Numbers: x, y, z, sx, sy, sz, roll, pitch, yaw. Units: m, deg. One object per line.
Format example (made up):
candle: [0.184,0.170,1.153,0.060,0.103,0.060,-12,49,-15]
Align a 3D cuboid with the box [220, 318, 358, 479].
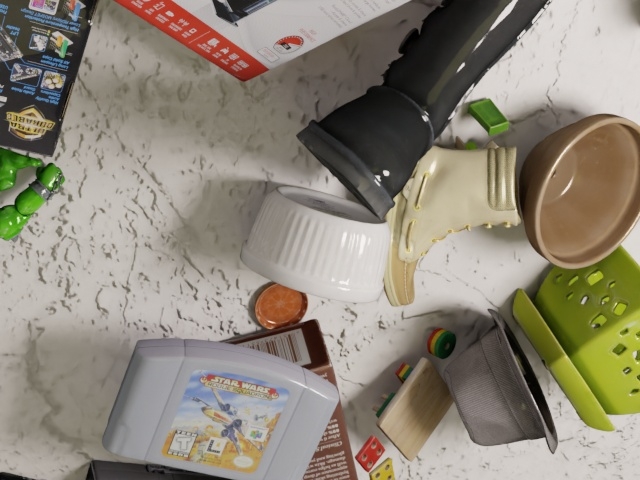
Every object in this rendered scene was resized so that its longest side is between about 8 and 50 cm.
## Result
box: [-0.048,0.325,1.777,0.191,0.143,0.381,-13,119,-4]

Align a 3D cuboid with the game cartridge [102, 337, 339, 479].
game cartridge: [-0.135,0.239,1.606,0.297,0.062,0.198,15,120,-17]

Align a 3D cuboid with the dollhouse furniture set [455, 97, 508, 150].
dollhouse furniture set: [0.240,-0.132,1.716,0.076,0.058,0.151,-20,140,-17]

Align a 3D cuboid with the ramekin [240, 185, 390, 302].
ramekin: [0.000,0.000,1.602,0.207,0.207,0.109,11,103,-23]

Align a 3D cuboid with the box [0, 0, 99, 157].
box: [-0.429,-0.272,1.387,0.296,0.073,0.293,12,112,-24]

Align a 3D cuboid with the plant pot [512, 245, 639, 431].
plant pot: [0.448,0.152,1.822,0.207,0.227,0.228,-33,122,7]

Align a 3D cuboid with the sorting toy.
sorting toy: [0.139,0.274,1.852,0.274,0.046,0.132,-53,137,-15]

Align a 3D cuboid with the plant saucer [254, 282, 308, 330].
plant saucer: [-0.060,0.098,1.738,0.084,0.013,0.083,-8,118,-16]

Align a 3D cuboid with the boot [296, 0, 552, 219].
boot: [0.176,-0.239,1.435,0.146,0.367,0.445,45,95,-5]

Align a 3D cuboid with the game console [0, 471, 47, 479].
game console: [-0.453,0.426,1.742,0.071,0.107,0.122,2,120,-51]

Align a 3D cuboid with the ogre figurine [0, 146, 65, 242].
ogre figurine: [-0.439,-0.067,1.481,0.197,0.097,0.118,14,96,-47]

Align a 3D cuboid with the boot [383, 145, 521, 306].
boot: [0.190,-0.019,1.681,0.204,0.095,0.261,2,112,7]

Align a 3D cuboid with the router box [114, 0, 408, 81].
router box: [-0.054,-0.328,1.324,0.301,0.082,0.335,-23,160,20]

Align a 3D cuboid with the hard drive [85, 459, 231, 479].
hard drive: [-0.292,0.515,1.847,0.237,0.064,0.338,11,111,-24]

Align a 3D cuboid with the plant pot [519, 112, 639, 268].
plant pot: [0.378,-0.086,1.722,0.237,0.110,0.237,-15,121,-28]

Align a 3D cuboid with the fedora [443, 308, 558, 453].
fedora: [0.271,0.236,1.792,0.124,0.275,0.243,-26,81,11]
